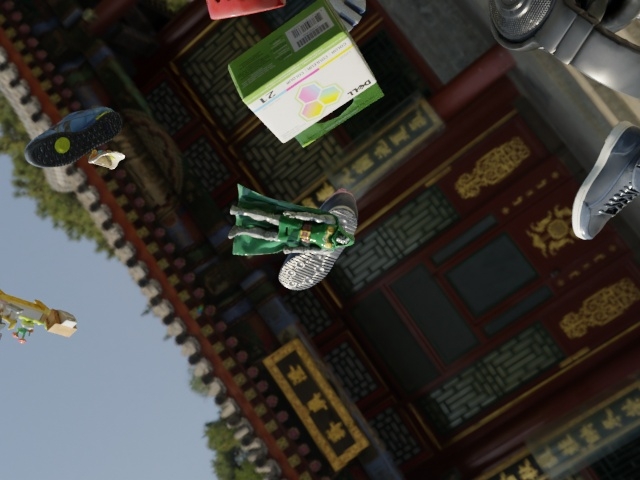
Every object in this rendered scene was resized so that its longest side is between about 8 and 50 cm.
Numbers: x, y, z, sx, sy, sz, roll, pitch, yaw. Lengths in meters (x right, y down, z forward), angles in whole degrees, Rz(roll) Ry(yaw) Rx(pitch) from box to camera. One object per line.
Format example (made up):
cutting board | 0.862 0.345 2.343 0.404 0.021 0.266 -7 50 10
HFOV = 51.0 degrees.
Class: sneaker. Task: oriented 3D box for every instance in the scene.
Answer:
sneaker | -0.015 -0.495 1.709 0.127 0.315 0.182 37 177 -14
sneaker | 0.550 -0.079 1.182 0.086 0.226 0.163 1 -154 -34
sneaker | 0.000 0.000 1.735 0.112 0.319 0.131 29 -143 -17
sneaker | -0.487 -0.203 1.299 0.082 0.069 0.209 22 -137 30

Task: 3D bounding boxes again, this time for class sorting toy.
sorting toy | -0.592 -0.235 1.883 0.083 0.075 0.044 15 -110 -62

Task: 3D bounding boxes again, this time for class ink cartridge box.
ink cartridge box | 0.000 -0.241 1.115 0.255 0.189 0.097 42 -160 -52

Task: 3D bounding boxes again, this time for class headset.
headset | 0.281 -0.280 0.796 0.243 0.185 0.394 -26 -116 -38

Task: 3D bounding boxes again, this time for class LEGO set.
LEGO set | -0.513 0.144 1.071 0.132 0.107 0.287 27 175 6

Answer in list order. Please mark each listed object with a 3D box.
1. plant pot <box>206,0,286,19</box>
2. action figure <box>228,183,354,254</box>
plant pot | -0.188 -0.635 1.613 0.191 0.191 0.174 -87 -11 -68
action figure | -0.051 -0.020 1.234 0.063 0.232 0.137 -57 -26 -68
